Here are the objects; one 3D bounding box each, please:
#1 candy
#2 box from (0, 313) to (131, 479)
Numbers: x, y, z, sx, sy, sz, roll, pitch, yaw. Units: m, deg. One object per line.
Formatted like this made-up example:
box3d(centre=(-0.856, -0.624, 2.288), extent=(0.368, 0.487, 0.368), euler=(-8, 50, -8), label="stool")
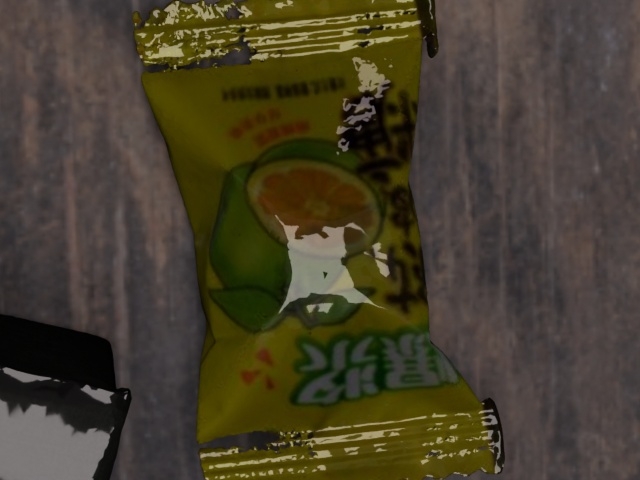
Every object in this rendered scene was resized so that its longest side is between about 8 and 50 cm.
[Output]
box3d(centre=(0.000, 0.000, 0.849), extent=(0.187, 0.081, 0.297), euler=(-7, 85, -9), label="candy")
box3d(centre=(-0.260, 0.193, 0.754), extent=(0.251, 0.204, 0.345), euler=(15, 92, -11), label="box")
